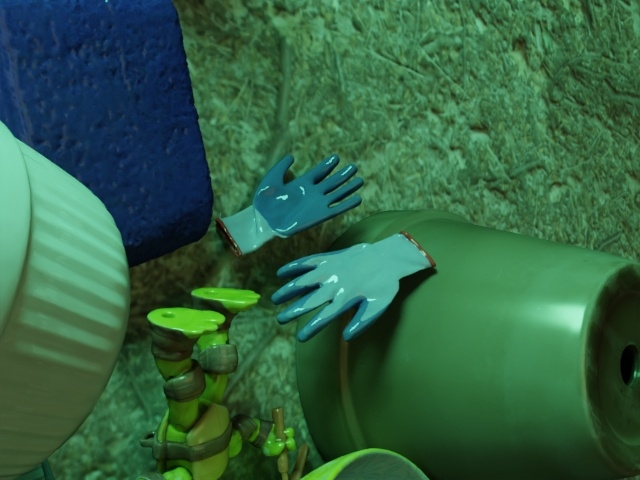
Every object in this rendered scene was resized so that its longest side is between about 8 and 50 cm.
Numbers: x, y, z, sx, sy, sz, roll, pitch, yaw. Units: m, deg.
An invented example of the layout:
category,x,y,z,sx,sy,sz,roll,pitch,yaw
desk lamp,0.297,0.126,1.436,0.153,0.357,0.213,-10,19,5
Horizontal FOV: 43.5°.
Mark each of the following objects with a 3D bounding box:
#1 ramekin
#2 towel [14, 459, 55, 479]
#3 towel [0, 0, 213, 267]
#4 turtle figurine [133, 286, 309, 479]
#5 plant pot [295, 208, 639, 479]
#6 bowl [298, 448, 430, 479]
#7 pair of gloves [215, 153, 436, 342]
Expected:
category,x,y,z,sx,sy,sz,roll,pitch,yaw
ramekin,-0.200,0.037,0.435,0.109,0.207,0.207,32,66,-50
towel,-0.271,0.215,0.424,0.370,0.040,0.271,-12,82,-63
towel,-0.229,-0.069,0.589,0.308,0.076,0.227,-20,107,-42
turtle figurine,-0.094,0.152,0.676,0.270,0.087,0.217,-15,112,-54
plant pot,0.184,0.116,0.802,0.323,0.280,0.323,5,82,-42
bowl,0.007,0.334,0.682,0.289,0.156,0.289,34,47,-46
pair of gloves,0.000,0.000,0.746,0.159,0.023,0.198,-28,63,-24
